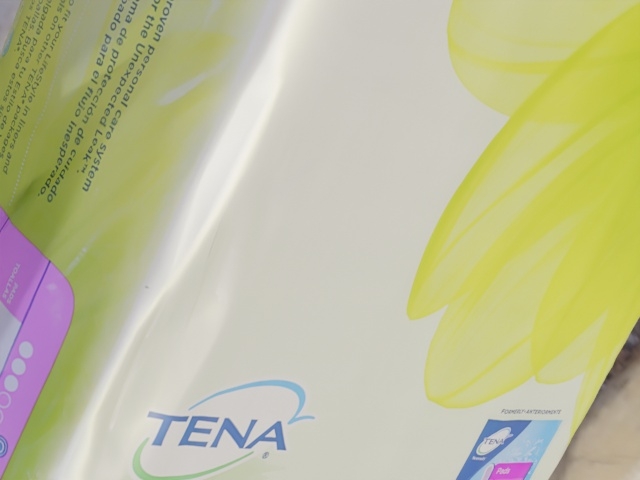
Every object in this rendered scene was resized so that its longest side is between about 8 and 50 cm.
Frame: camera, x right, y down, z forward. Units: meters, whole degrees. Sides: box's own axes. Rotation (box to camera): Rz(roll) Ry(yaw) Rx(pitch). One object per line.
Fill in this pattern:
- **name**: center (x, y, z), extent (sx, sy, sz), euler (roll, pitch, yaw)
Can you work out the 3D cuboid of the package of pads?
- **package of pads**: center (0.000, 0.000, 0.500), extent (0.101, 0.229, 0.296), euler (39, 109, 40)
